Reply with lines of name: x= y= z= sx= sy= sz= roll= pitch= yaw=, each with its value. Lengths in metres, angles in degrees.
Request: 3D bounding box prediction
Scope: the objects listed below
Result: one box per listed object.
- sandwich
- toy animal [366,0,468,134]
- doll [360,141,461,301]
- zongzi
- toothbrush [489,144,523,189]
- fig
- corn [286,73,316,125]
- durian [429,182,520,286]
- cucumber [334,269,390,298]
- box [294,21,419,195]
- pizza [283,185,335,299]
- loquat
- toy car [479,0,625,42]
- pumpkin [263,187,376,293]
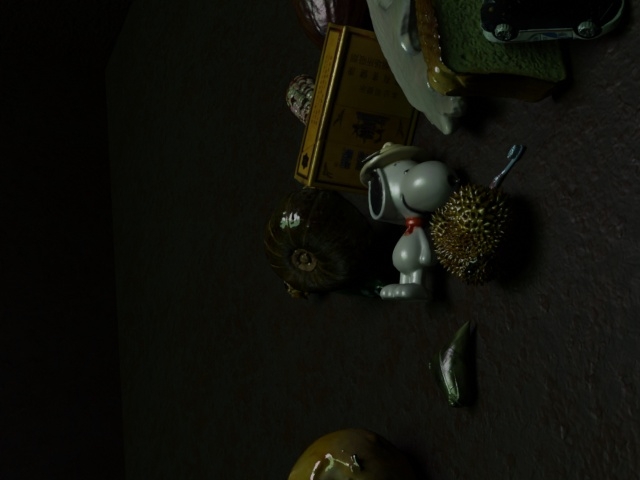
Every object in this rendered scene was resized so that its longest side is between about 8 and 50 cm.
sandwich: x=0.258 y=-0.302 z=1.545 sx=0.065 sy=0.214 sz=0.186 roll=125 pitch=141 yaw=-61
toy animal: x=0.215 y=-0.347 z=1.760 sx=0.308 sy=0.188 sz=0.266 roll=48 pitch=148 yaw=44
doll: x=0.140 y=-0.032 z=1.800 sx=0.208 sy=0.143 sz=0.272 roll=22 pitch=98 yaw=54
zongzi: x=0.232 y=0.204 z=1.662 sx=0.113 sy=0.052 sz=0.104 roll=-53 pitch=44 yaw=24
toothbrush: x=0.278 y=-0.086 z=1.672 sx=0.193 sy=0.019 sz=0.013 roll=119 pitch=146 yaw=-41
fig: x=0.055 y=-0.406 z=2.007 sx=0.217 sy=0.216 sz=0.321 roll=-34 pitch=55 yaw=57
corn: x=0.005 y=-0.277 z=2.218 sx=0.280 sy=0.092 sz=0.092 roll=51 pitch=129 yaw=50
durian: x=0.243 y=-0.011 z=1.600 sx=0.168 sy=0.136 sz=0.158 roll=-102 pitch=10 yaw=-51
cucumber: x=0.082 y=0.084 z=1.991 sx=0.250 sy=0.056 sz=0.056 roll=180 pitch=97 yaw=-65
box: x=0.080 y=-0.239 z=1.920 sx=0.084 sy=0.192 sz=0.302 roll=-143 pitch=64 yaw=-63
pizza: x=0.014 y=-0.030 z=2.137 sx=0.287 sy=0.074 sz=0.251 roll=-33 pitch=52 yaw=48
loquat: x=0.056 y=0.440 z=1.768 sx=0.244 sy=0.243 sz=0.244 roll=-28 pitch=59 yaw=59
toy car: x=0.332 y=-0.327 z=1.472 sx=0.056 sy=0.204 sz=0.095 roll=65 pitch=-149 yaw=-60
pumpkin: x=0.000 y=0.000 z=1.928 sx=0.219 sy=0.218 sz=0.162 roll=-56 pitch=10 yaw=43
